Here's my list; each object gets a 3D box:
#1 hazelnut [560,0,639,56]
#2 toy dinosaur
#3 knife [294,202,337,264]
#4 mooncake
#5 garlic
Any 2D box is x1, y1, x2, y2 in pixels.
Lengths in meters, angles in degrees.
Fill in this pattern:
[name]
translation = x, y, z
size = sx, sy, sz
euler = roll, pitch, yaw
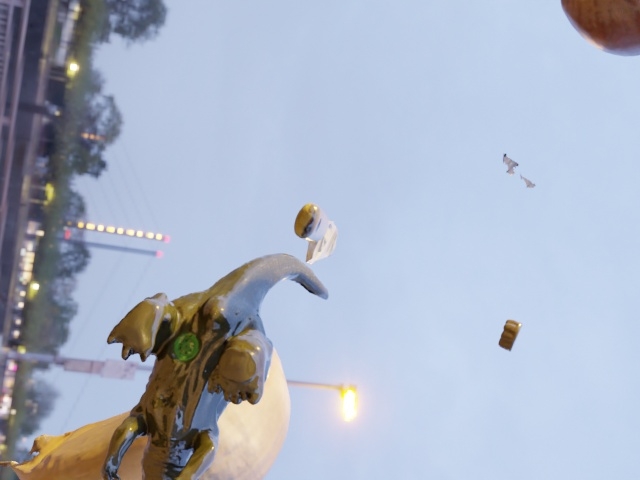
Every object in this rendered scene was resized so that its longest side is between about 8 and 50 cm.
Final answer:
[hazelnut]
translation = 0.182, -0.147, 0.504
size = 0.086, 0.086, 0.086
euler = -171, -90, -72
[toy dinosaur]
translation = -0.068, 0.087, 0.518
size = 0.179, 0.087, 0.187
euler = 59, 54, -84
[knife]
translation = -0.003, -0.001, 0.748
size = 0.298, 0.017, 0.047
euler = 18, 89, -86
[mooncake]
translation = 0.337, 0.025, 1.504
size = 0.150, 0.057, 0.346
euler = 3, 89, -78
[garlic]
translation = -0.182, 0.225, 0.908
size = 0.151, 0.338, 0.196
euler = 62, -2, -26
